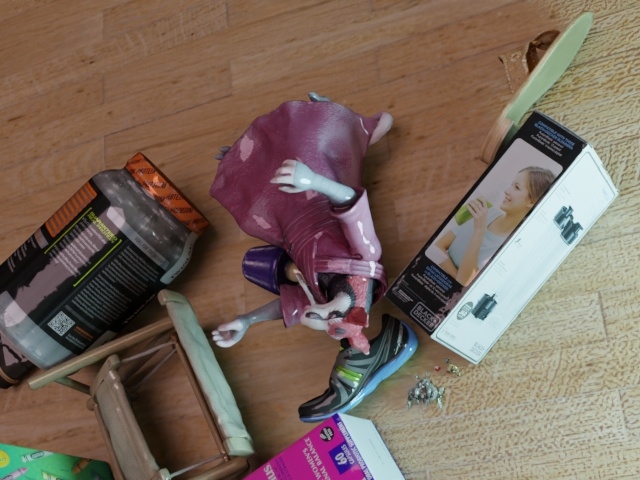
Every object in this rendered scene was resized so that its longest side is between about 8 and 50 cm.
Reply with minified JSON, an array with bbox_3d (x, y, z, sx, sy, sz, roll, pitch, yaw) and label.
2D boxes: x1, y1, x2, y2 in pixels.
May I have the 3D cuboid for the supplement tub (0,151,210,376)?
[{"bbox_3d":[-0.327,0.031,1.447,0.316,0.193,0.193,-44,59,-1],"label":"supplement tub"}]

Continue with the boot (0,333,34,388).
[{"bbox_3d":[-0.494,0.122,1.590,0.137,0.077,0.198,-33,75,8],"label":"boot"}]

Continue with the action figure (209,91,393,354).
[{"bbox_3d":[0.000,0.000,1.267,0.248,0.275,0.370,-53,48,33],"label":"action figure"}]

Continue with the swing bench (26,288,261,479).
[{"bbox_3d":[-0.227,0.250,1.358,0.254,0.165,0.253,-32,61,8],"label":"swing bench"}]

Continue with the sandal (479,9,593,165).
[{"bbox_3d":[0.263,-0.218,1.307,0.079,0.088,0.240,34,95,25],"label":"sandal"}]

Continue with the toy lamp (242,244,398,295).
[{"bbox_3d":[0.019,0.051,1.348,0.274,0.080,0.080,10,78,26],"label":"toy lamp"}]

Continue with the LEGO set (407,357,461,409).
[{"bbox_3d":[0.141,0.187,1.269,0.054,0.023,0.083,30,88,31],"label":"LEGO set"}]

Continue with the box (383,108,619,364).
[{"bbox_3d":[0.227,0.002,1.207,0.290,0.169,0.087,-51,57,5],"label":"box"}]

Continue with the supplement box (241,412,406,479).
[{"bbox_3d":[-0.015,0.330,1.251,0.220,0.114,0.111,-38,61,13],"label":"supplement box"}]

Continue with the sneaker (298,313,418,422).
[{"bbox_3d":[0.041,0.169,1.291,0.188,0.067,0.078,-43,88,2],"label":"sneaker"}]

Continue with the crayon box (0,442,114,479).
[{"bbox_3d":[-0.425,0.364,1.346,0.165,0.278,0.081,-35,60,13],"label":"crayon box"}]
